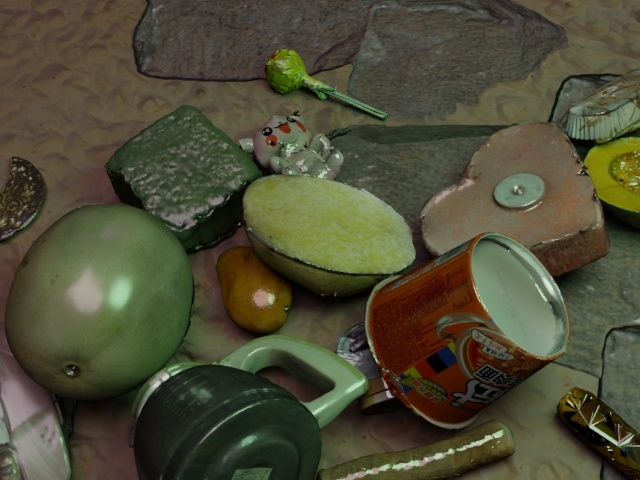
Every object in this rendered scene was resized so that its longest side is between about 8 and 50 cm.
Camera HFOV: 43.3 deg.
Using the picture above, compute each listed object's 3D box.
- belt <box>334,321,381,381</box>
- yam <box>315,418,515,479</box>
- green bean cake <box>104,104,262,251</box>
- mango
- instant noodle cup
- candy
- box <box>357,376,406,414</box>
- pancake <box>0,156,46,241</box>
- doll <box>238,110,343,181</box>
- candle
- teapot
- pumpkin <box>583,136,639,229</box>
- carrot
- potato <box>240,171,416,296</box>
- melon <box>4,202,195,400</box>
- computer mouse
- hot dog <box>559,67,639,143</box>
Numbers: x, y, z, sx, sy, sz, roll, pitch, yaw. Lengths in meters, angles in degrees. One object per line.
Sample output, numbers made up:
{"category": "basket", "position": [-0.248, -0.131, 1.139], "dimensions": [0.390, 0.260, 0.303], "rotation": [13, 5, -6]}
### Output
{"category": "belt", "position": [0.086, 0.179, 1.261], "dimensions": [0.139, 0.058, 0.105], "rotation": [-16, 64, -12]}
{"category": "yam", "position": [0.140, 0.323, 1.163], "dimensions": [0.299, 0.066, 0.066], "rotation": [-13, 58, -8]}
{"category": "green bean cake", "position": [-0.238, -0.100, 1.417], "dimensions": [0.222, 0.125, 0.227], "rotation": [-37, 65, -22]}
{"category": "mango", "position": [-0.106, 0.078, 1.320], "dimensions": [0.115, 0.089, 0.165], "rotation": [-18, 55, 2]}
{"category": "instant noodle cup", "position": [0.215, 0.117, 1.149], "dimensions": [0.250, 0.192, 0.251], "rotation": [23, 47, -27]}
{"category": "candy", "position": [0.011, -0.292, 1.570], "dimensions": [0.262, 0.077, 0.073], "rotation": [25, 40, 8]}
{"category": "box", "position": [0.105, 0.227, 1.199], "dimensions": [0.105, 0.105, 0.037], "rotation": [-11, 67, -4]}
{"category": "pancake", "position": [-0.595, -0.069, 1.474], "dimensions": [0.190, 0.020, 0.184], "rotation": [-19, 59, -11]}
{"category": "doll", "position": [-0.049, -0.156, 1.461], "dimensions": [0.149, 0.095, 0.192], "rotation": [-29, 59, -22]}
{"category": "candle", "position": [0.340, -0.040, 1.314], "dimensions": [0.287, 0.131, 0.317], "rotation": [17, 61, 43]}
{"category": "teapot", "position": [-0.128, 0.242, 1.123], "dimensions": [0.322, 0.239, 0.239], "rotation": [-52, 45, -6]}
{"category": "pumpkin", "position": [0.558, -0.082, 1.385], "dimensions": [0.217, 0.110, 0.217], "rotation": [-7, 44, 7]}
{"category": "carrot", "position": [0.445, 0.302, 1.162], "dimensions": [0.069, 0.069, 0.228], "rotation": [-40, 65, -21]}
{"category": "potato", "position": [0.000, 0.000, 1.327], "dimensions": [0.298, 0.116, 0.239], "rotation": [10, 45, -19]}
{"category": "melon", "position": [-0.322, 0.083, 1.216], "dimensions": [0.268, 0.269, 0.330], "rotation": [0, 32, 3]}
{"category": "computer mouse", "position": [-0.467, 0.277, 1.193], "dimensions": [0.199, 0.115, 0.389], "rotation": [-22, 58, -7]}
{"category": "hot dog", "position": [0.550, -0.248, 1.474], "dimensions": [0.267, 0.075, 0.144], "rotation": [-28, 26, -22]}
